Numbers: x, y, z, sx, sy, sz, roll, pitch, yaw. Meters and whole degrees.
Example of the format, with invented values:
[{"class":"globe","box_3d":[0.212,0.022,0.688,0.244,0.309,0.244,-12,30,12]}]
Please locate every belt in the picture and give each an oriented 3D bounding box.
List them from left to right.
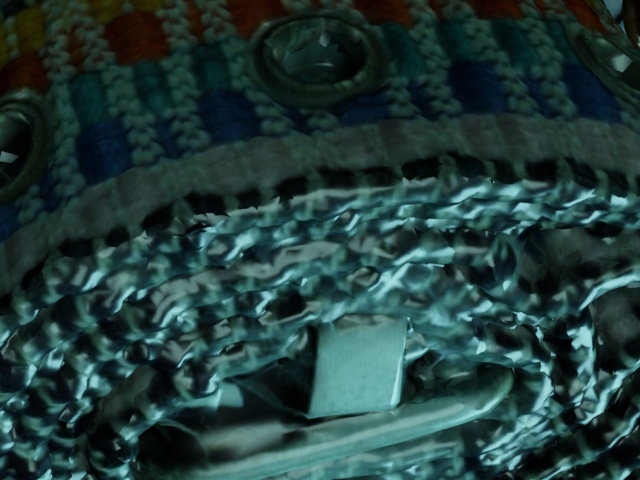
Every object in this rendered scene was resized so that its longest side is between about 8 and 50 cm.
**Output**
[{"class":"belt","box_3d":[0.000,0.000,0.650,0.295,0.160,0.207,-17,135,-3]}]

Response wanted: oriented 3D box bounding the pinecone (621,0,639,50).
[{"class":"pinecone","box_3d":[0.198,-0.114,0.660,0.208,0.208,0.207,-7,113,-16]}]
